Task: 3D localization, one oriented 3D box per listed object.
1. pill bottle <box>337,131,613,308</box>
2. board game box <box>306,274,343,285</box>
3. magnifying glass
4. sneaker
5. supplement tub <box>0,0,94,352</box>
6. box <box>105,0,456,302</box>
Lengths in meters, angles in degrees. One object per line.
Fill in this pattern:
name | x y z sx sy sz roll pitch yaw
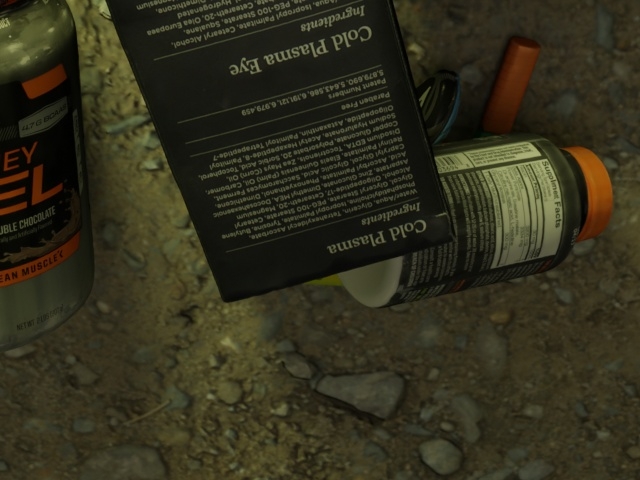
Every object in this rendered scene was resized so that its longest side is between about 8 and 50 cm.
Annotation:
pill bottle | 0.137 -0.024 1.208 0.245 0.130 0.130 -10 126 -28
board game box | 0.000 0.000 1.291 0.181 0.092 0.043 3 122 -4
magnifying glass | 0.155 -0.082 1.288 0.092 0.026 0.231 11 120 -9
sneaker | 0.044 -0.098 1.248 0.188 0.067 0.078 -29 125 18
supplement tub | -0.302 -0.091 1.156 0.207 0.207 0.338 -1 122 -2
box | -0.040 -0.186 1.028 0.178 0.343 0.313 -16 120 6
